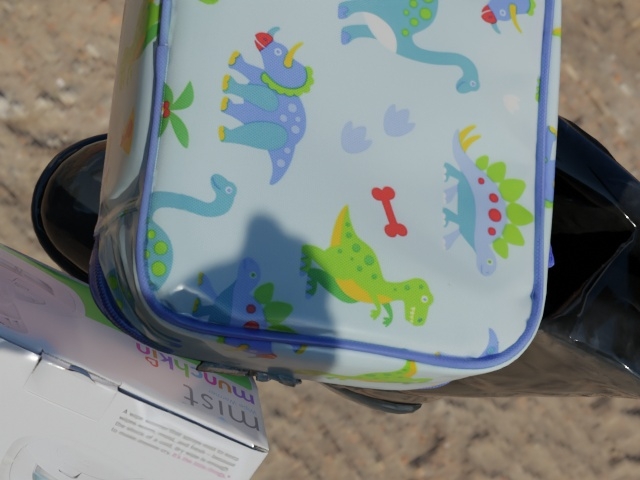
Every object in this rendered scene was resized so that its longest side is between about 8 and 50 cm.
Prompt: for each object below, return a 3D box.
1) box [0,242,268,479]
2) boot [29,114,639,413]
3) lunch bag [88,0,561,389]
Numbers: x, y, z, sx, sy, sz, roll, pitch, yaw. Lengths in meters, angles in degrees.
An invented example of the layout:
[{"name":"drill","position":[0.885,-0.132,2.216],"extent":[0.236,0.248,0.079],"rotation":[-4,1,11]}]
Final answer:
[{"name":"box","position":[-0.205,0.137,0.897],"extent":[0.262,0.231,0.127],"rotation":[27,17,-21]},{"name":"boot","position":[0.002,0.000,0.937],"extent":[0.367,0.445,0.146],"rotation":[23,79,-11]},{"name":"lunch bag","position":[0.008,-0.052,0.570],"extent":[0.176,0.090,0.219],"rotation":[8,77,-18]}]
